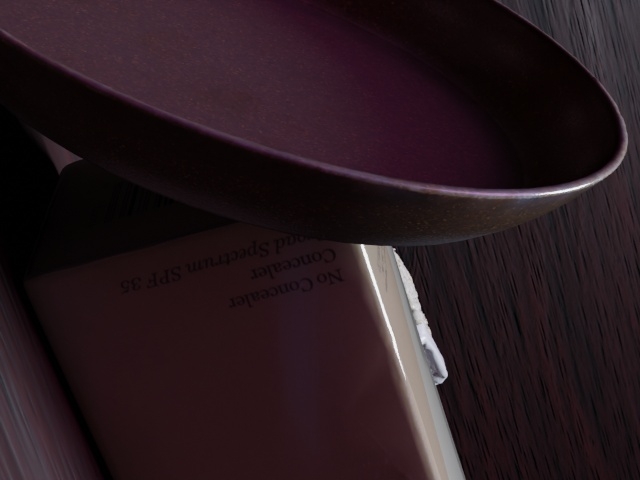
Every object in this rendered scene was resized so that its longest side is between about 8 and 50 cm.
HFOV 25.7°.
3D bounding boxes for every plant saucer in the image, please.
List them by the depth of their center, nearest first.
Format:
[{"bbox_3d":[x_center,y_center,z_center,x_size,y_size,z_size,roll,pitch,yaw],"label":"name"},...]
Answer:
[{"bbox_3d":[-0.027,-0.081,0.580,0.310,0.310,0.050,-92,-158,-63],"label":"plant saucer"}]

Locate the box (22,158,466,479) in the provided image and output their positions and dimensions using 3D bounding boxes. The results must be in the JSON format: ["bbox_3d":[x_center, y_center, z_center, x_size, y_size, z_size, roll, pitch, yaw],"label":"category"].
[{"bbox_3d":[-0.011,0.102,0.673,0.121,0.148,0.311,-91,163,-63],"label":"box"}]

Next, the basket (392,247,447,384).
[{"bbox_3d":[0.046,0.087,1.330,0.167,0.113,0.103,58,14,-67],"label":"basket"}]
